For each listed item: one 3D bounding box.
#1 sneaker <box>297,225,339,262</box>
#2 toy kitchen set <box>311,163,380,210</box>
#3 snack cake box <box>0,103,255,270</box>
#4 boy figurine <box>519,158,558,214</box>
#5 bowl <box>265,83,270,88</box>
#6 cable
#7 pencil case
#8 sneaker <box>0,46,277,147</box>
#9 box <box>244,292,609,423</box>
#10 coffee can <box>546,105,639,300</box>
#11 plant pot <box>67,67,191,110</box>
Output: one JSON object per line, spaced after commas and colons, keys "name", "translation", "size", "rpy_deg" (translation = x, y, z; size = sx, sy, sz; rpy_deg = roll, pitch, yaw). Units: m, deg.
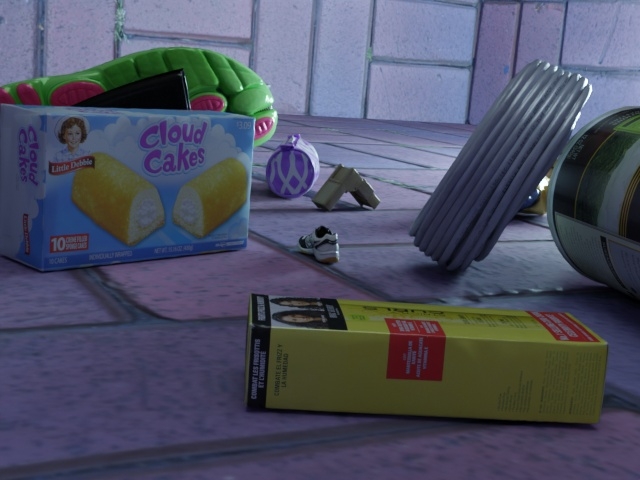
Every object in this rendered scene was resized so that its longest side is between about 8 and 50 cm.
{"name": "sneaker", "translation": [0.000, 0.000, 1.090], "size": [0.032, 0.037, 0.083], "rpy_deg": [-2, 11, -26]}
{"name": "toy kitchen set", "translation": [0.029, -0.065, 1.464], "size": [0.068, 0.075, 0.083], "rpy_deg": [23, -20, 49]}
{"name": "snack cake box", "translation": [-0.197, -0.062, 1.015], "size": [0.089, 0.152, 0.264], "rpy_deg": [15, 15, 42]}
{"name": "boy figurine", "translation": [0.327, -0.086, 1.555], "size": [0.177, 0.092, 0.285], "rpy_deg": [9, 14, 33]}
{"name": "bowl", "translation": [-0.257, -0.237, 1.881], "size": [0.311, 0.163, 0.311], "rpy_deg": [5, 11, -1]}
{"name": "cable", "translation": [0.196, -0.083, 1.065], "size": [0.089, 0.257, 0.257], "rpy_deg": [35, 22, 6]}
{"name": "pencil case", "translation": [-0.044, -0.124, 1.589], "size": [0.086, 0.088, 0.206], "rpy_deg": [3, 12, -1]}
{"name": "sneaker", "translation": [-0.310, -0.202, 1.530], "size": [0.482, 0.185, 0.202], "rpy_deg": [-5, 7, -6]}
{"name": "box", "translation": [0.065, 0.078, 0.649], "size": [0.232, 0.058, 0.087], "rpy_deg": [5, 10, -4]}
{"name": "coffee can", "translation": [0.368, -0.020, 0.926], "size": [0.201, 0.202, 0.275], "rpy_deg": [2, 11, -14]}
{"name": "plant pot", "translation": [-0.240, -0.112, 1.224], "size": [0.167, 0.188, 0.187], "rpy_deg": [-8, 12, -6]}
